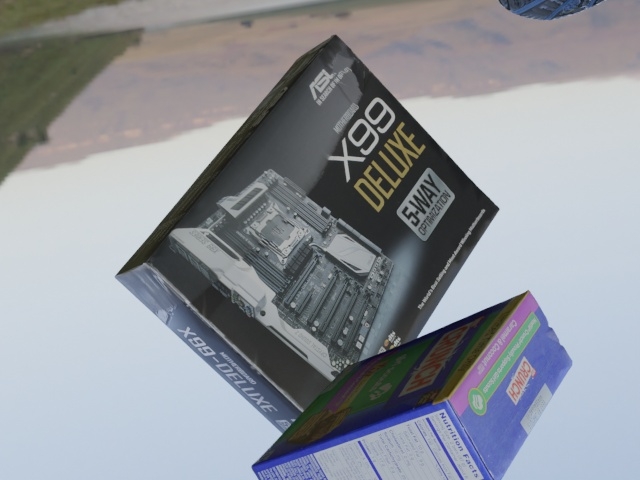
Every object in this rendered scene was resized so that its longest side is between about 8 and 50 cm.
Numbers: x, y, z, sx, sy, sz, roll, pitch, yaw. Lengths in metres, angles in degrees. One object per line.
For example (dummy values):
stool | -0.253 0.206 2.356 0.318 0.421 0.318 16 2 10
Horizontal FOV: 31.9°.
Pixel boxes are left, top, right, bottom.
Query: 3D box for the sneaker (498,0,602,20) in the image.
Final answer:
sneaker | 0.170 -0.196 0.655 0.211 0.081 0.080 -29 167 -26

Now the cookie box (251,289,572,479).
cookie box | 0.039 0.072 0.463 0.107 0.040 0.092 -27 -172 37

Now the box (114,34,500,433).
box | 0.000 0.000 1.029 0.307 0.242 0.076 -53 -163 -30
